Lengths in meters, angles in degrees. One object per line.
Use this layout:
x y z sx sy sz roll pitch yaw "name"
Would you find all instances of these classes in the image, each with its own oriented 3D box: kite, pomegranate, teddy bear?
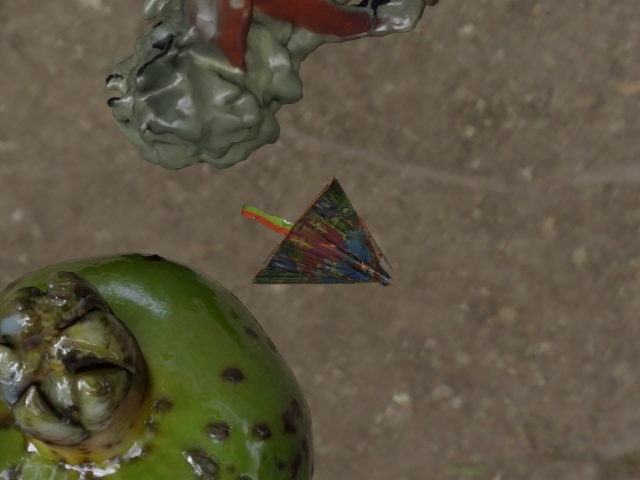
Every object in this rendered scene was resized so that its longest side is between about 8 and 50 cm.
0.000 0.000 1.644 0.183 0.241 0.014 25 127 3 "kite"
-0.099 0.094 0.721 0.202 0.202 0.248 22 162 16 "pomegranate"
-0.025 -0.261 0.830 0.357 0.224 0.367 -25 136 7 "teddy bear"
